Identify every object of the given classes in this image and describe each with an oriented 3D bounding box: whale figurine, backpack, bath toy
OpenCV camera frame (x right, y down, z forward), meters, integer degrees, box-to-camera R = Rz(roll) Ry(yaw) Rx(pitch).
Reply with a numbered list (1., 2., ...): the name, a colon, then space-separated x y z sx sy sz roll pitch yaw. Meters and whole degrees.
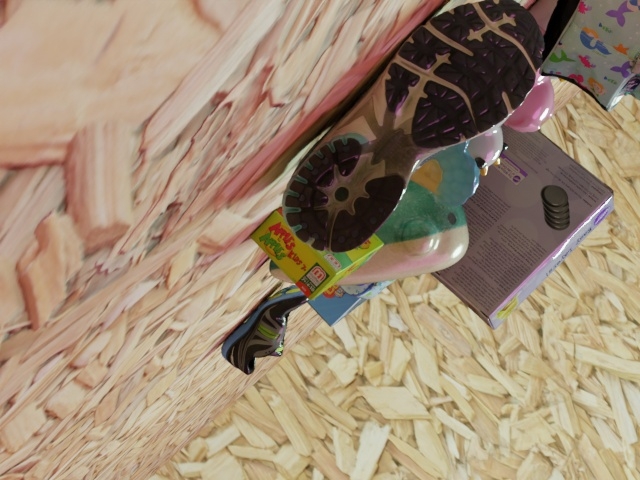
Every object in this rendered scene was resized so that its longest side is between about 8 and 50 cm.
1. whale figurine: 0.061 -0.016 1.671 0.272 0.141 0.216 -11 -179 -36
2. backpack: 0.073 0.039 2.229 0.114 0.105 0.084 -45 152 22
3. backpack: 0.348 -0.270 1.363 0.225 0.191 0.253 -56 165 -25
4. bath toy: 0.225 -0.175 1.525 0.348 0.129 0.151 -40 173 -38

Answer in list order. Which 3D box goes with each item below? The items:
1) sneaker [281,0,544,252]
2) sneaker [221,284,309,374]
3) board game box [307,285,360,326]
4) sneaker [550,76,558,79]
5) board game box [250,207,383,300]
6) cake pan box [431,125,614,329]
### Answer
1. sneaker: 0.071 -0.113 1.168 0.283 0.110 0.122 -41 -168 -1
2. sneaker: -0.073 0.135 2.005 0.188 0.078 0.067 -47 174 26
3. board game box: 0.137 -0.002 2.439 0.308 0.086 0.302 -45 174 21
4. sneaker: 0.361 -0.319 1.738 0.115 0.105 0.281 6 146 -36
5. board game box: 0.000 0.000 1.418 0.043 0.092 0.181 -46 174 20
6. cake pan box: 0.226 -0.051 1.816 0.246 0.267 0.070 -46 156 -6
